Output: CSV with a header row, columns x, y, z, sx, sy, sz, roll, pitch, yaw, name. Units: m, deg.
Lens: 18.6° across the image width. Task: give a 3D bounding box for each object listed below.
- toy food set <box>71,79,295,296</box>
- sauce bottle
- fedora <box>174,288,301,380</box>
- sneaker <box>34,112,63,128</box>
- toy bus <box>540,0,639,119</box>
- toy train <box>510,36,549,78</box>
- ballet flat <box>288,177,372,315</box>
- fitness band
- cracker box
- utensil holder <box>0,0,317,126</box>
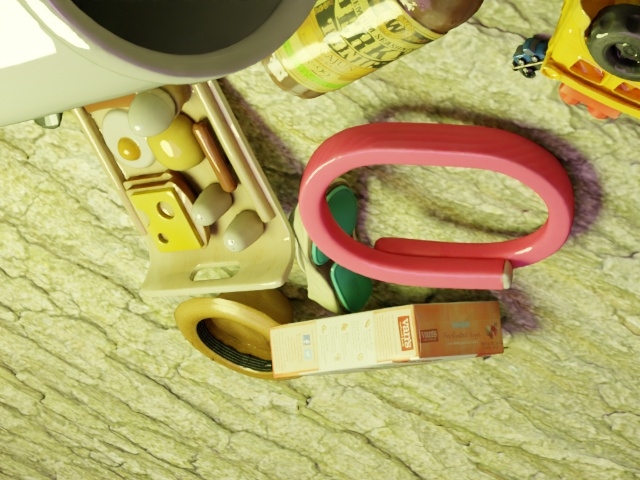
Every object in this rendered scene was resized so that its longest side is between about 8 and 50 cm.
x,y,z,sx,sy,sz,roll,pitch,yaw,name
-0.183,-0.071,2.168,0.220,0.092,0.306,-6,120,39,toy food set
0.074,-0.231,1.802,0.111,0.111,0.344,38,145,-21,sauce bottle
-0.088,0.101,2.421,0.194,0.079,0.194,18,154,9,fedora
-0.339,-0.209,2.033,0.132,0.086,0.228,-2,135,-1,sneaker
0.305,-0.164,1.713,0.220,0.149,0.211,25,151,-3,toy bus
0.242,-0.183,1.838,0.158,0.027,0.036,-10,131,42,toy train
0.000,0.000,2.224,0.086,0.086,0.248,13,147,18,ballet flat
0.121,-0.035,2.056,0.291,0.054,0.209,2,138,11,fitness band
0.076,0.116,2.272,0.232,0.067,0.156,-12,172,43,cracker box
-0.232,-0.261,1.570,0.385,0.327,0.327,-8,136,49,utensil holder
